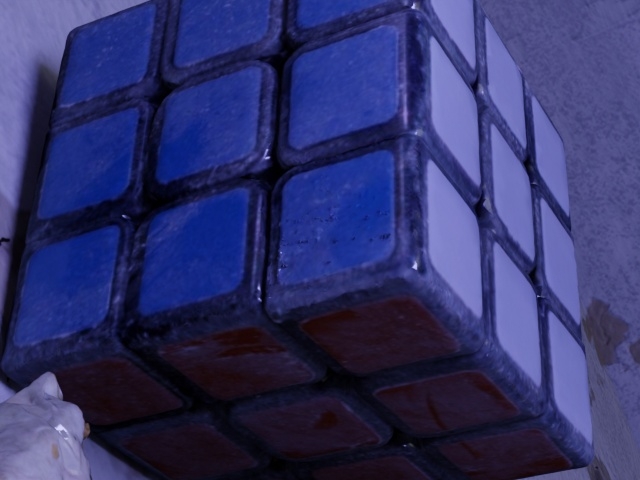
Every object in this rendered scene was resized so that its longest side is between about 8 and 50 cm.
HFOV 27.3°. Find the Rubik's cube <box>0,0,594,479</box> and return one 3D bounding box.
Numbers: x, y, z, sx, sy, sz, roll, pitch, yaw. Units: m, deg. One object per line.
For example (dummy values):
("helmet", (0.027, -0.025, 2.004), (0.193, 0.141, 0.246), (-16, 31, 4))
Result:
("Rubik's cube", (0.000, 0.000, 0.942), (0.304, 0.305, 0.301), (49, 36, -47))

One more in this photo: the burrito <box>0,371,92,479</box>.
("burrito", (-0.195, 0.204, 0.634), (0.392, 0.076, 0.117), (-62, 133, -61))
